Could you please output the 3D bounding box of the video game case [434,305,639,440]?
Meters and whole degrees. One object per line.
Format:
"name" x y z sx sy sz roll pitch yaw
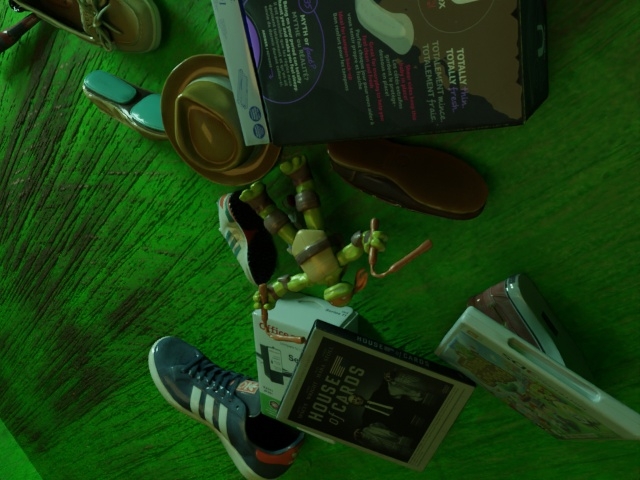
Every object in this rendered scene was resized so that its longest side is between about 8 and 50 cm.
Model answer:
"video game case" 0.232 0.164 0.573 0.193 0.023 0.212 34 165 17

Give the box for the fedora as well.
"fedora" -0.150 -0.159 0.694 0.194 0.079 0.194 4 116 9

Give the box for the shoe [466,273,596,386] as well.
"shoe" 0.254 0.131 0.600 0.081 0.063 0.178 -35 85 42

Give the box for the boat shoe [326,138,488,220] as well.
"boat shoe" 0.104 -0.076 0.605 0.207 0.073 0.073 29 163 25

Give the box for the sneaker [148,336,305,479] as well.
"sneaker" -0.169 0.289 0.931 0.350 0.131 0.148 42 122 4

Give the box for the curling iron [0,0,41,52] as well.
"curling iron" -0.604 -0.406 0.949 0.274 0.035 0.068 -17 97 38

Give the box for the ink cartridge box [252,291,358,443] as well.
"ink cartridge box" -0.022 0.202 0.802 0.153 0.087 0.209 11 117 29

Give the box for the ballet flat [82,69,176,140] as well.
"ballet flat" -0.296 -0.212 0.818 0.232 0.080 0.073 32 154 21

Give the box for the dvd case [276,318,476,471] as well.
"dvd case" 0.074 0.228 0.712 0.238 0.030 0.179 20 114 -2

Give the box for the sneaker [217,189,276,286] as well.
"sneaker" -0.126 -0.004 0.807 0.075 0.057 0.161 3 115 52

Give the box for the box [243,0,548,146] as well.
"box" 0.079 -0.199 0.508 0.270 0.143 0.165 3 114 33

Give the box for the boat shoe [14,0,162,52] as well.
"boat shoe" -0.370 -0.359 0.775 0.285 0.089 0.105 23 122 24

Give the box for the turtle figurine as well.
"turtle figurine" 0.000 0.000 0.658 0.269 0.087 0.217 -32 82 27

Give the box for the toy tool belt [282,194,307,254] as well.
"toy tool belt" -0.046 -0.022 0.738 0.051 0.052 0.083 -24 96 31

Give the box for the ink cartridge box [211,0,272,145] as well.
"ink cartridge box" -0.074 -0.234 0.627 0.046 0.097 0.207 1 112 34
